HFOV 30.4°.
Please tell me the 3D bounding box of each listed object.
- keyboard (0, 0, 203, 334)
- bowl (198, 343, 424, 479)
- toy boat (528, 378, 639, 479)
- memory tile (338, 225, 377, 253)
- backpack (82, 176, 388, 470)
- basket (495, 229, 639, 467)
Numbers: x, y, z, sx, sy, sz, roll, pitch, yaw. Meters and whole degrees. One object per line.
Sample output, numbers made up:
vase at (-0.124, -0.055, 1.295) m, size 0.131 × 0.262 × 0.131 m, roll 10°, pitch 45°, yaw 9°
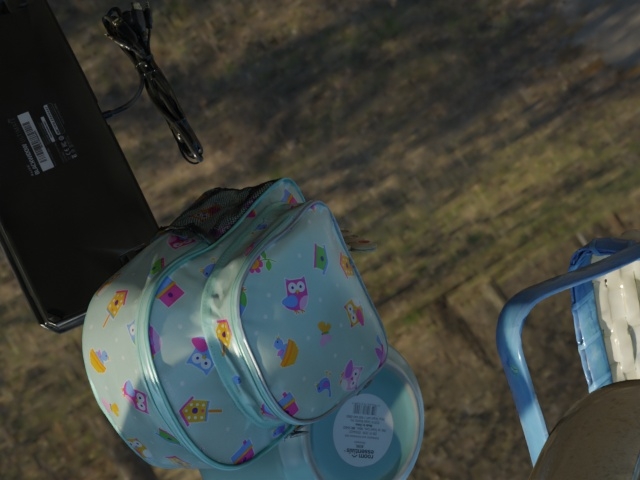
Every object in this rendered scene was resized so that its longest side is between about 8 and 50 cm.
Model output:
keyboard at (-0.203, -0.094, 0.998) m, size 0.202 × 0.317 × 0.033 m, roll -24°, pitch 165°, yaw -13°
bowl at (0.009, 0.225, 1.481) m, size 0.312 × 0.311 × 0.163 m, roll -25°, pitch -167°, yaw -31°
toy boat at (0.191, 0.241, 0.700) m, size 0.267 × 0.148 × 0.318 m, roll -49°, pitch 143°, yaw -52°
memory tile at (0.000, 0.000, 1.557) m, size 0.113 × 0.012 × 0.148 m, roll -6°, pitch -166°, yaw -21°
backpack at (-0.057, 0.063, 0.792) m, size 0.188 × 0.165 × 0.144 m, roll -37°, pitch -157°, yaw -34°
basket at (0.270, 0.117, 0.900) m, size 0.289 × 0.254 × 0.201 m, roll -24°, pitch -161°, yaw -32°
